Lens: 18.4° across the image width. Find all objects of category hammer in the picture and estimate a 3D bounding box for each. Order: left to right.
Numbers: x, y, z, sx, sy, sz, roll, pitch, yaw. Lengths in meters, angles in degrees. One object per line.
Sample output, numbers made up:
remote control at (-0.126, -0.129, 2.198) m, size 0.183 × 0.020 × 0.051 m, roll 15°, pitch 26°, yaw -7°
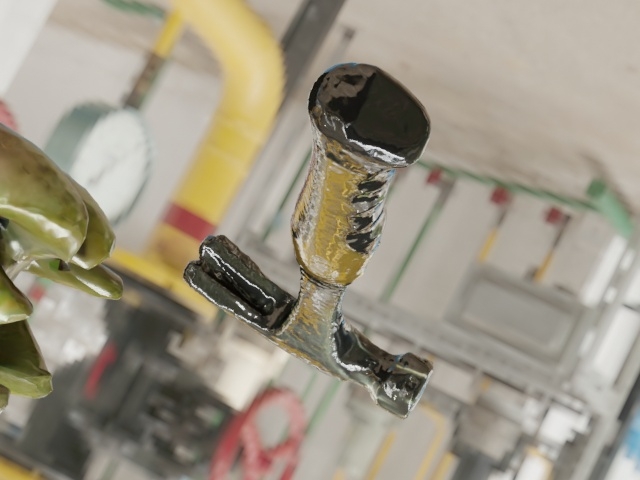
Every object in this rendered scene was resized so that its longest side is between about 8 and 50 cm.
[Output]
hammer at (0.000, 0.000, 0.513) m, size 0.078 × 0.021 × 0.201 m, roll 28°, pitch 162°, yaw 7°

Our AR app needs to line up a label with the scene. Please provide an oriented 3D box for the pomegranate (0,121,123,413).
pomegranate at (-0.202, -0.053, 0.623) m, size 0.302 × 0.236 × 0.236 m, roll 36°, pitch 172°, yaw 20°
